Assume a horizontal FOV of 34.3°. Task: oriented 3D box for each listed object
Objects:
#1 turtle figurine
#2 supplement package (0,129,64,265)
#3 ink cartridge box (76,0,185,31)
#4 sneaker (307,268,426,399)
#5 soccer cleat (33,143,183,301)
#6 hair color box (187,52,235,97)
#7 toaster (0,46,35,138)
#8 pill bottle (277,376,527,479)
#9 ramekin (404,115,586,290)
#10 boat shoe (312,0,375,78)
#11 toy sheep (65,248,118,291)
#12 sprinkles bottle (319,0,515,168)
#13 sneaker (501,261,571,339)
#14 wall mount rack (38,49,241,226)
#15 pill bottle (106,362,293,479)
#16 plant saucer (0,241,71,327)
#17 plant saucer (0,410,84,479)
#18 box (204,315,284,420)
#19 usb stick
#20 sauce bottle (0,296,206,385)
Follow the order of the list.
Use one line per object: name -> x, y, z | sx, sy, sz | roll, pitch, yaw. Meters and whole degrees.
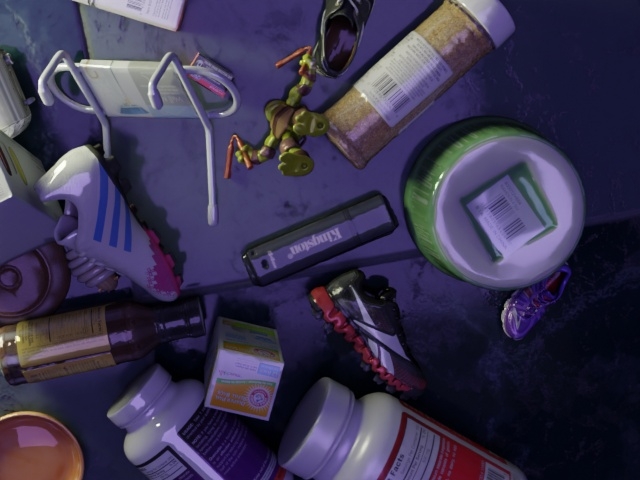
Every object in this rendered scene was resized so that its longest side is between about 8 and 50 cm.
turtle figurine -> -0.058, -0.178, 1.708 | 0.087, 0.217, 0.269 | 30, 103, -27
supplement package -> -0.546, -0.058, 1.622 | 0.204, 0.262, 0.145 | -25, 78, 0
ink cartridge box -> -0.322, -0.453, 1.667 | 0.237, 0.100, 0.172 | 16, 99, -9
sneaker -> 0.109, 0.160, 1.828 | 0.135, 0.097, 0.276 | -42, 100, 5
soccer cleat -> -0.343, -0.005, 1.671 | 0.143, 0.116, 0.331 | -36, 129, -13
hair color box -> -0.181, -0.270, 1.694 | 0.072, 0.141, 0.043 | 31, 93, -10
toaster -> -0.580, -0.209, 1.676 | 0.227, 0.129, 0.146 | -27, 104, -1
pill bottle -> 0.141, 0.410, 1.813 | 0.408, 0.229, 0.229 | 31, 96, -10
ramekin -> 0.305, -0.058, 1.779 | 0.303, 0.148, 0.303 | -1, 101, -5
boat shoe -> 0.048, -0.385, 1.729 | 0.084, 0.079, 0.233 | 15, 97, -7
toy sheep -> -0.389, 0.031, 1.760 | 0.091, 0.091, 0.132 | -37, 102, 2
sprinkles bottle -> 0.157, -0.277, 1.737 | 0.355, 0.121, 0.121 | -42, 102, 3
sneaker -> 0.387, 0.104, 1.859 | 0.068, 0.071, 0.170 | 31, 97, -10
wall mount rack -> -0.290, -0.169, 1.670 | 0.350, 0.130, 0.304 | 5, 144, 22
pill bottle -> -0.210, 0.366, 1.794 | 0.181, 0.181, 0.323 | -43, 101, 3
plant saucer -> -0.531, 0.060, 1.779 | 0.199, 0.036, 0.198 | -1, 100, -6
plant saucer -> -0.519, 0.395, 1.843 | 0.200, 0.037, 0.200 | -1, 101, -4
box -> -0.133, 0.214, 1.761 | 0.114, 0.203, 0.103 | 14, 99, -8
usb stick -> 0.000, 0.000, 1.813 | 0.278, 0.045, 0.077 | -23, 103, -1
sauce bottle -> -0.370, 0.166, 1.777 | 0.344, 0.111, 0.111 | -10, 102, -5
